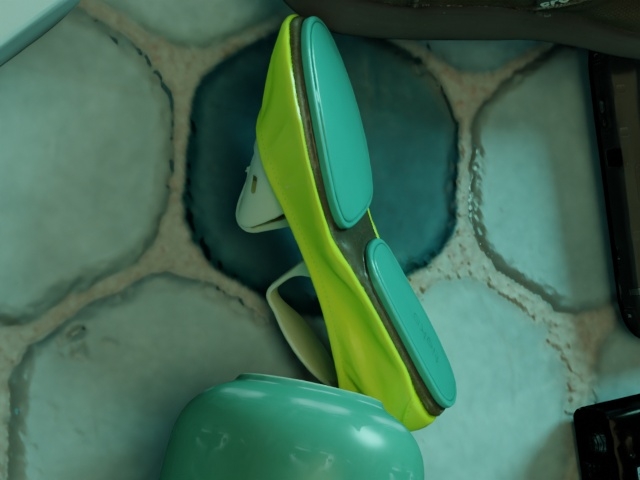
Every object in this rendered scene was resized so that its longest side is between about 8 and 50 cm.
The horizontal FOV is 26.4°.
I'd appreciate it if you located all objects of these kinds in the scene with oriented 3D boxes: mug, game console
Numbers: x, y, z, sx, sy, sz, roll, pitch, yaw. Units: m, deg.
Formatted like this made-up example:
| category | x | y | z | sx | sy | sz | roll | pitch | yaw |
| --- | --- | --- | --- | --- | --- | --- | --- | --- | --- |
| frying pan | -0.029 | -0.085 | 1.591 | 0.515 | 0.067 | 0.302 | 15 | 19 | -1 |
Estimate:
| category | x | y | z | sx | sy | sz | roll | pitch | yaw |
| --- | --- | --- | --- | --- | --- | --- | --- | --- | --- |
| mug | -0.012 | 0.123 | 0.685 | 0.130 | 0.158 | 0.097 | 9 | 79 | 8 |
| game console | 0.246 | 0.038 | 0.844 | 0.213 | 0.044 | 0.361 | -8 | 92 | -25 |

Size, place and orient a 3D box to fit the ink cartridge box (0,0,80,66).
| category | x | y | z | sx | sy | sz | roll | pitch | yaw |
| --- | --- | --- | --- | --- | --- | --- | --- | --- | --- |
| ink cartridge box | -0.269 | -0.172 | 0.575 | 0.223 | 0.129 | 0.307 | -42 | 103 | -22 |

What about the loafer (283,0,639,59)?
| category | x | y | z | sx | sy | sz | roll | pitch | yaw |
| --- | --- | --- | --- | --- | --- | --- | --- | --- | --- |
| loafer | 0.152 | -0.181 | 0.744 | 0.366 | 0.130 | 0.133 | -8 | 64 | -24 |

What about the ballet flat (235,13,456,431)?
| category | x | y | z | sx | sy | sz | roll | pitch | yaw |
| --- | --- | --- | --- | --- | --- | --- | --- | --- | --- |
| ballet flat | 0.000 | 0.000 | 0.718 | 0.231 | 0.077 | 0.077 | 69 | 22 | -11 |
